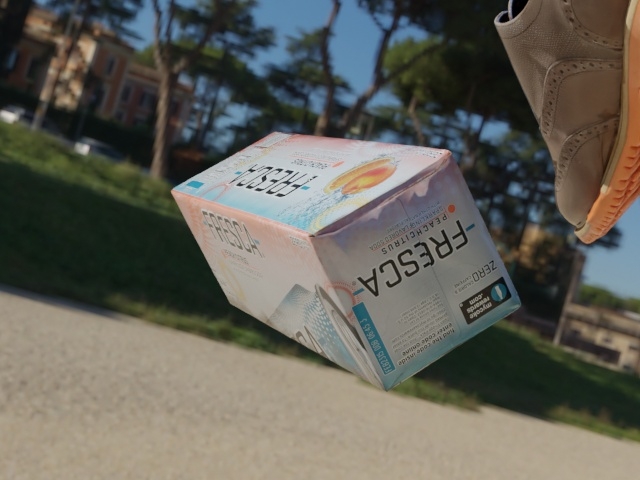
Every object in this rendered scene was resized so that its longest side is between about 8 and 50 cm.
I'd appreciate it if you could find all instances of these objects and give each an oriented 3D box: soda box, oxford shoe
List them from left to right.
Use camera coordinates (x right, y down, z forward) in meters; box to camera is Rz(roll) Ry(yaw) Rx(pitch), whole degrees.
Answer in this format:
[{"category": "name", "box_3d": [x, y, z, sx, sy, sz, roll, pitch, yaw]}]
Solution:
[{"category": "soda box", "box_3d": [0.000, 0.000, 0.479, 0.063, 0.058, 0.183, 63, -14, -15]}, {"category": "oxford shoe", "box_3d": [0.193, -0.123, 0.848, 0.133, 0.130, 0.363, 34, -23, 20]}]
